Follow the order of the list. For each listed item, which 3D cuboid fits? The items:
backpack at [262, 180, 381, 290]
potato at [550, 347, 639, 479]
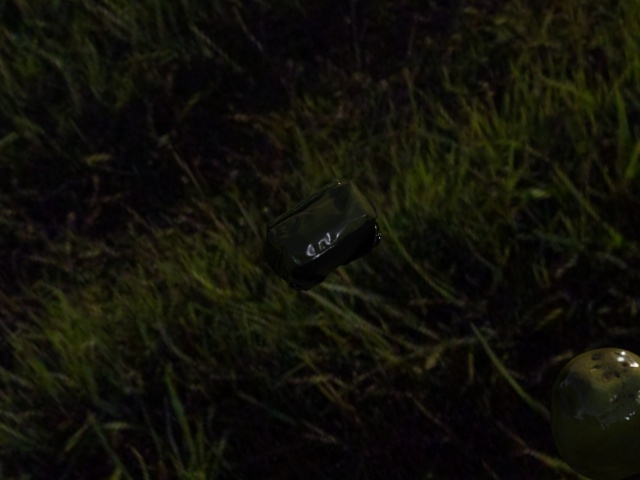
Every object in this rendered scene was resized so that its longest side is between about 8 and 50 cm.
[{"bbox_3d":[0.000,0.000,1.922,0.207,0.253,0.140,-32,83,-7],"label":"backpack"},{"bbox_3d":[0.434,0.262,1.626,0.197,0.228,0.149,-31,46,-26],"label":"potato"}]
